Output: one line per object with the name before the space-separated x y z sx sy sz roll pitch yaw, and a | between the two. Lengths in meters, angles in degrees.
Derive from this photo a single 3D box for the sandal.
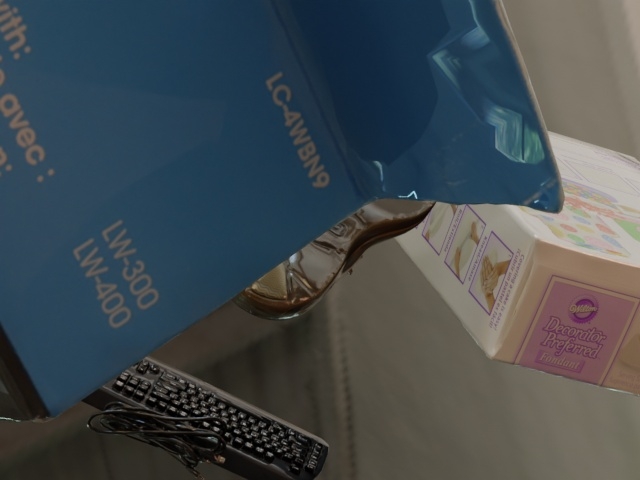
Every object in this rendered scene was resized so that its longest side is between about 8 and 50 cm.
sandal | 0.000 0.000 1.189 0.090 0.219 0.060 32 -54 7

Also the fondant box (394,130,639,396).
fondant box | 0.185 0.004 1.399 0.238 0.330 0.096 15 -74 -21

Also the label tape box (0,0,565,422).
label tape box | -0.139 -0.080 0.504 0.115 0.347 0.249 -48 -55 -40

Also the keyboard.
keyboard | -0.084 0.115 1.288 0.192 0.100 0.038 24 -59 0
